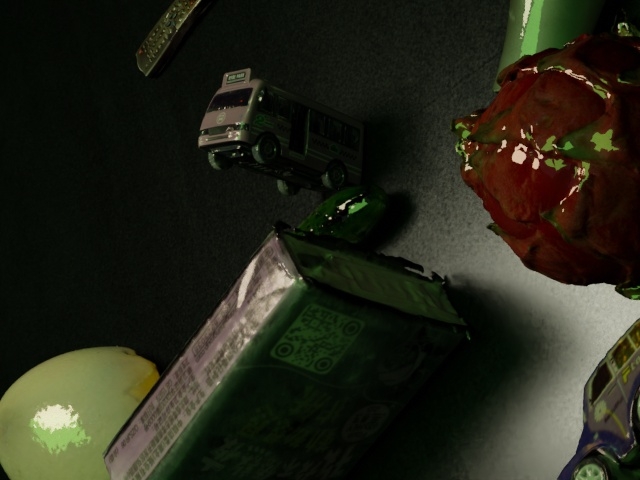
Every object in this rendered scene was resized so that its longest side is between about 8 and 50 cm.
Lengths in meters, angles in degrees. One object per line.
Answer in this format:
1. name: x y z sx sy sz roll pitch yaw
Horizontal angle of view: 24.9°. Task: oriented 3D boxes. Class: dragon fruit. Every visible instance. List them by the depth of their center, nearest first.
1. dragon fruit: 0.258 -0.071 1.346 0.299 0.244 0.244 5 82 48

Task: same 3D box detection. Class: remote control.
1. remote control: -0.194 -0.319 2.055 0.212 0.028 0.059 -48 52 28

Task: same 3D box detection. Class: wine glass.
1. wine glass: 0.246 -0.255 1.507 0.103 0.103 0.231 17 95 48

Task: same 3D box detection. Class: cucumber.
1. cucumber: 0.000 0.000 1.727 0.227 0.069 0.069 -39 53 40

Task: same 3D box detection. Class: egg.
1. egg: -0.320 0.268 1.912 0.286 0.174 0.264 21 98 45

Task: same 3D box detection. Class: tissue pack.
1. tissue pack: -0.039 0.167 1.575 0.361 0.259 0.122 -52 43 25

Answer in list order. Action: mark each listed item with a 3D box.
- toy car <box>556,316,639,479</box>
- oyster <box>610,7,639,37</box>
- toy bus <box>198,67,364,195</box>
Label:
1. toy car: 0.311 0.168 1.281 0.235 0.172 0.158 -53 30 26
2. oyster: 0.300 -0.164 1.475 0.086 0.029 0.132 -33 58 37
3. toy bus: -0.042 -0.122 1.706 0.096 0.199 0.108 -4 73 46
